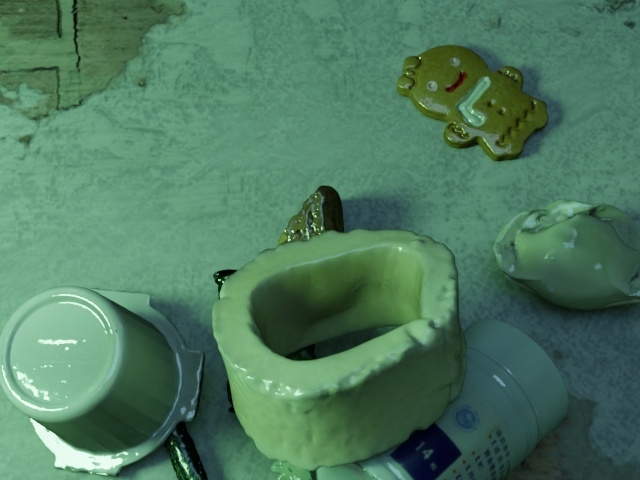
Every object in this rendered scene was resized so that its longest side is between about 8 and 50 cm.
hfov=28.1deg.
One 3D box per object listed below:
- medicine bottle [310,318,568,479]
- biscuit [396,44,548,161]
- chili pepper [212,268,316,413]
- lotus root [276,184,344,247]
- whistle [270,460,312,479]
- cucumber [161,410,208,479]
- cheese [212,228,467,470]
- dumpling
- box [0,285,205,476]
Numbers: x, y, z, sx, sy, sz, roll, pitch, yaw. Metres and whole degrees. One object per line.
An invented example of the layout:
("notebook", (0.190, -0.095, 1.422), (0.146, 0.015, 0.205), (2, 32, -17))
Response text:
("medicine bottle", (0.167, 0.263, 1.711), (0.332, 0.190, 0.190), (-36, 70, -31))
("biscuit", (0.245, -0.233, 2.078), (0.249, 0.035, 0.184), (38, 67, 16))
("chili pepper", (-0.068, 0.163, 1.818), (0.148, 0.116, 0.264), (-9, 50, -2))
("lotus root", (-0.002, -0.002, 1.910), (0.095, 0.135, 0.159), (34, 80, 12))
("whistle", (0.023, 0.259, 1.783), (0.102, 0.106, 0.253), (38, 66, -9))
("cucumber", (-0.209, 0.264, 1.799), (0.044, 0.043, 0.256), (-24, 68, -9))
("cheese", (0.038, 0.128, 1.638), (0.332, 0.153, 0.292), (-20, 38, -11))
("dumpling", (0.381, 0.020, 1.903), (0.250, 0.132, 0.162), (10, 67, 2))
("box", (-0.323, 0.150, 1.729), (0.262, 0.206, 0.291), (-35, 70, -3))
